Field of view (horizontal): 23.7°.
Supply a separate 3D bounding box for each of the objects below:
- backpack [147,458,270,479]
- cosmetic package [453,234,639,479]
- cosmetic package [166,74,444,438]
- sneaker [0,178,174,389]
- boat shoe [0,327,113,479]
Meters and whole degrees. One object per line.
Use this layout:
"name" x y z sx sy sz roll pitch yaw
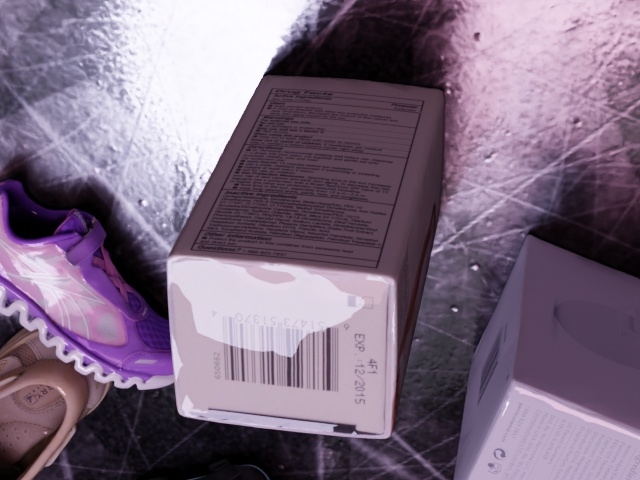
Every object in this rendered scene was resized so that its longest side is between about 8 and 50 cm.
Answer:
"backpack" -0.097 0.315 1.367 0.166 0.144 0.188 -17 117 13
"cosmetic package" 0.231 0.137 1.157 0.225 0.224 0.138 20 119 0
"cosmetic package" 0.000 0.000 1.088 0.153 0.296 0.129 5 120 10
"sneaker" -0.202 0.032 1.266 0.236 0.095 0.104 32 111 -6
"boat shoe" -0.320 0.195 1.355 0.121 0.110 0.341 41 116 -10
